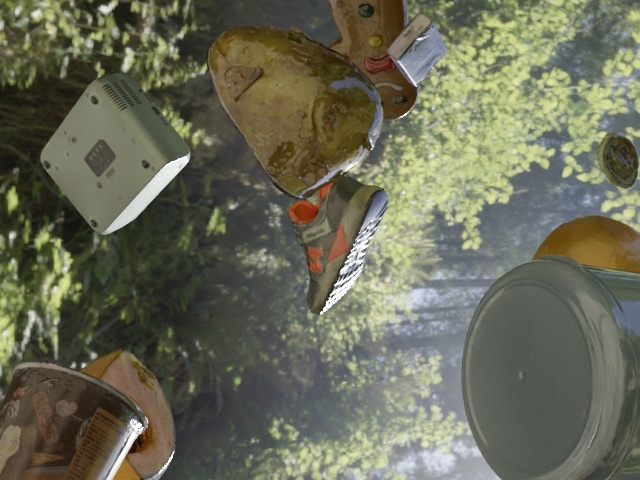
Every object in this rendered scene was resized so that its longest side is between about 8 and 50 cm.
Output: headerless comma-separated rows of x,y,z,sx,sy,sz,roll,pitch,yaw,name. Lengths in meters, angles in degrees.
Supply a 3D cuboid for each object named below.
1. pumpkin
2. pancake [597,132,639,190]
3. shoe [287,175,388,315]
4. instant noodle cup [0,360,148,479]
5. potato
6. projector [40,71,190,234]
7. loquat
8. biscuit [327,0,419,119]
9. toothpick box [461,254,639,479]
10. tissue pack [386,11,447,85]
-0.444,0.397,1.437,0.226,0.256,0.303,-28,-100,16,pumpkin
0.531,-0.142,1.253,0.017,0.108,0.108,-19,-106,58,pancake
0.000,0.000,1.383,0.171,0.132,0.336,35,-48,16,shoe
-0.384,0.312,0.994,0.217,0.217,0.207,-30,-148,44,instant noodle cup
-0.023,-0.241,1.145,0.196,0.246,0.299,-32,-87,27,potato
-0.385,-0.156,1.302,0.250,0.108,0.198,-38,-90,35,projector
0.448,0.064,1.155,0.208,0.208,0.207,-3,-94,49,loquat
0.139,-0.472,1.701,0.283,0.064,0.432,0,-49,19,biscuit
0.364,0.154,0.747,0.263,0.355,0.262,-173,-90,-67,toothpick box
0.215,-0.420,1.559,0.112,0.156,0.051,-48,-114,8,tissue pack
